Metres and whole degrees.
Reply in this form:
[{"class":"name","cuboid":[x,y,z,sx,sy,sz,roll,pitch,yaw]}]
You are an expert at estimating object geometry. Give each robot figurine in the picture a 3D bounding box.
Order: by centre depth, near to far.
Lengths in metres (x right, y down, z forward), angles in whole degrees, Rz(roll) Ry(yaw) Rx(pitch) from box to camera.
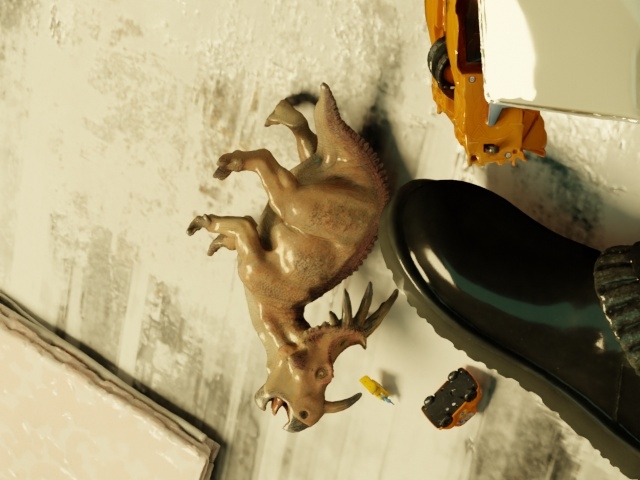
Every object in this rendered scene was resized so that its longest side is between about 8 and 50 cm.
[{"class":"robot figurine","cuboid":[0.129,-0.216,1.511,0.085,0.211,0.291,-2,112,-7]}]

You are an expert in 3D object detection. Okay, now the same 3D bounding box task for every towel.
[{"class":"towel","cuboid":[-0.272,0.251,2.098,0.332,0.053,0.317,32,126,18]}]

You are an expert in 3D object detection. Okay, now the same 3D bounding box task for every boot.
[{"class":"boot","cuboid":[0.237,0.016,1.560,0.348,0.131,0.260,38,137,1]}]

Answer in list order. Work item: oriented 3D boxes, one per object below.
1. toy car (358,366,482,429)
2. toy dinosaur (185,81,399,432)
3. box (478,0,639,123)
[{"class":"toy car","cuboid":[0.098,0.136,1.799,0.122,0.060,0.040,24,170,44]},{"class":"toy dinosaur","cuboid":[0.000,0.000,1.740,0.200,0.127,0.295,31,115,10]},{"class":"box","cuboid":[0.219,-0.194,1.404,0.127,0.232,0.148,10,117,31]}]
